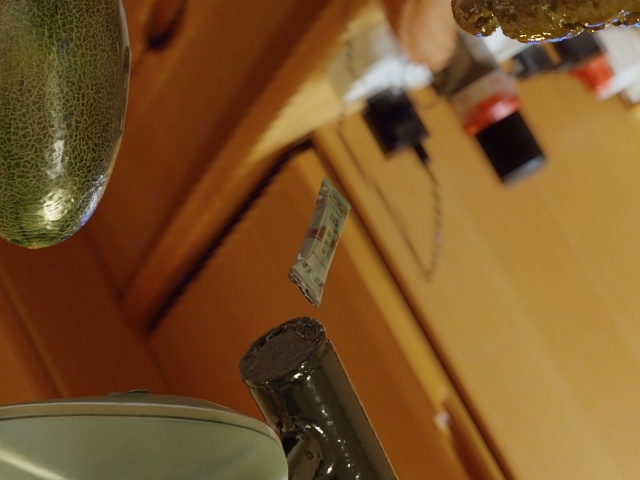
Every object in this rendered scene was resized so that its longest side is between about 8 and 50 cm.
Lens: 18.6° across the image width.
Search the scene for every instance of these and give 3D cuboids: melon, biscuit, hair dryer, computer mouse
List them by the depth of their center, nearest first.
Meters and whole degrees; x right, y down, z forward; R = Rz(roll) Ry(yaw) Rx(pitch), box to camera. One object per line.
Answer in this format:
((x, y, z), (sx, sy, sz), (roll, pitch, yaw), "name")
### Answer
((-0.149, -0.076, 1.028), (0.099, 0.162, 0.099), (4, 176, 0), "melon")
((0.201, -0.166, 1.314), (0.226, 0.042, 0.226), (-8, -169, 2), "biscuit")
((-0.146, 0.188, 1.322), (0.288, 0.097, 0.159), (-1, 123, -38), "computer mouse")
((-0.028, 0.216, 1.710), (0.089, 0.197, 0.251), (-11, -154, 32), "hair dryer")

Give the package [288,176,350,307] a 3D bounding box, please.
((0.000, 0.000, 1.433), (0.015, 0.037, 0.110), (-18, -146, 30), "package")
